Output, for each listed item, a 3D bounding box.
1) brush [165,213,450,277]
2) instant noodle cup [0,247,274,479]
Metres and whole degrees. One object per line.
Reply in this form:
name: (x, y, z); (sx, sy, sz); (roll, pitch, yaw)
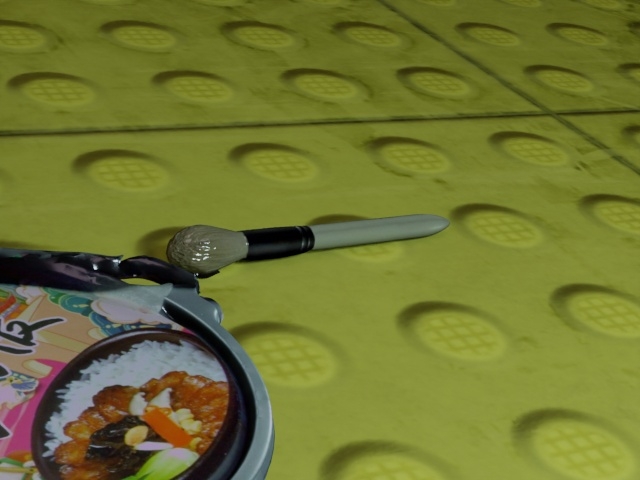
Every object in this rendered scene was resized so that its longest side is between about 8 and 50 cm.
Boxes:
brush: (0.000, 0.000, 1.167); (0.299, 0.039, 0.042); (-4, 34, -35)
instant noodle cup: (-0.163, 0.141, 0.645); (0.258, 0.181, 0.302); (28, 31, 29)
